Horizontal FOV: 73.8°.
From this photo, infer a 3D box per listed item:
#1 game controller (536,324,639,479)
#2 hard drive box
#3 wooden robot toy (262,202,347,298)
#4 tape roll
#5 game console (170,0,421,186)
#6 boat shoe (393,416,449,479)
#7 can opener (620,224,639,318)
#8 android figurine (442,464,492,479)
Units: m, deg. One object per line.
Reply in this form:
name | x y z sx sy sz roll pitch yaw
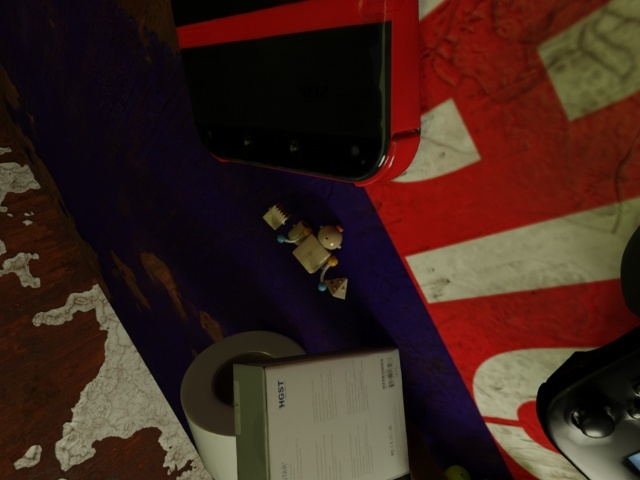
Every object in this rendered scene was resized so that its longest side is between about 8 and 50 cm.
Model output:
game controller | 0.307 0.172 0.293 0.319 0.067 0.166 43 124 -8
hard drive box | 0.006 0.249 0.591 0.089 0.232 0.181 -17 73 52
wooden robot toy | 0.000 0.000 0.627 0.079 0.076 0.173 -45 77 17
tape roll | -0.132 0.322 0.833 0.246 0.246 0.169 25 132 36
game console | -0.055 -0.249 0.513 0.386 0.060 0.342 17 121 40
boat shoe | 0.150 0.370 0.639 0.207 0.073 0.073 -113 31 -56
can opener | 0.293 0.107 0.361 0.093 0.074 0.280 -116 19 -60
android figurine | 0.270 0.442 0.618 0.248 0.056 0.273 39 140 24
